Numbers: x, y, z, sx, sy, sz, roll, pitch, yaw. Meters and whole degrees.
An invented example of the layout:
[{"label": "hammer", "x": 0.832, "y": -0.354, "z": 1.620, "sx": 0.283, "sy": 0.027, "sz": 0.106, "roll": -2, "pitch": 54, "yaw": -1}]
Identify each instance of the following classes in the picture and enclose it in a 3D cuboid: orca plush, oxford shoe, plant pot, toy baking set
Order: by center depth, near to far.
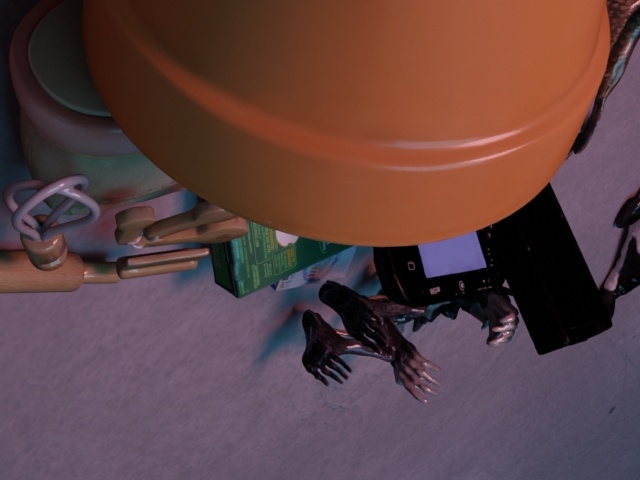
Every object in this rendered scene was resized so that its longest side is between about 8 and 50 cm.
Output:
[{"label": "plant pot", "x": 0.028, "y": -0.171, "z": 0.493, "sx": 0.290, "sy": 0.291, "sz": 0.203, "roll": -27, "pitch": 154, "yaw": -28}, {"label": "toy baking set", "x": -0.163, "y": -0.003, "z": 0.627, "sx": 0.256, "sy": 0.030, "sz": 0.196, "roll": 0, "pitch": 162, "yaw": -45}, {"label": "oxford shoe", "x": -0.025, "y": -0.133, "z": 0.678, "sx": 0.396, "sy": 0.141, "sz": 0.146, "roll": -22, "pitch": 159, "yaw": -27}, {"label": "orca plush", "x": 0.479, "y": 0.001, "z": 1.368, "sx": 0.151, "sy": 0.102, "sz": 0.287, "roll": -1, "pitch": 124, "yaw": -48}]

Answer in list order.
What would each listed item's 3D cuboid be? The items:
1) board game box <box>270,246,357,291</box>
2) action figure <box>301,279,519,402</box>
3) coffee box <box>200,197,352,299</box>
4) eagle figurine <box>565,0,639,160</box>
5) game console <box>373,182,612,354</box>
[{"label": "board game box", "x": 0.000, "y": 0.000, "z": 0.908, "sx": 0.090, "sy": 0.020, "sz": 0.090, "roll": -8, "pitch": 129, "yaw": -42}, {"label": "action figure", "x": 0.109, "y": 0.081, "z": 0.998, "sx": 0.275, "sy": 0.141, "sz": 0.164, "roll": -13, "pitch": 149, "yaw": -45}, {"label": "coffee box", "x": -0.011, "y": -0.037, "z": 0.820, "sx": 0.184, "sy": 0.040, "sz": 0.113, "roll": -25, "pitch": 125, "yaw": -30}, {"label": "eagle figurine", "x": 0.277, "y": -0.220, "z": 0.858, "sx": 0.298, "sy": 0.225, "sz": 0.226, "roll": -34, "pitch": 119, "yaw": 17}, {"label": "game console", "x": 0.152, "y": 0.009, "z": 0.894, "sx": 0.044, "sy": 0.213, "sz": 0.361, "roll": -30, "pitch": 166, "yaw": 33}]
